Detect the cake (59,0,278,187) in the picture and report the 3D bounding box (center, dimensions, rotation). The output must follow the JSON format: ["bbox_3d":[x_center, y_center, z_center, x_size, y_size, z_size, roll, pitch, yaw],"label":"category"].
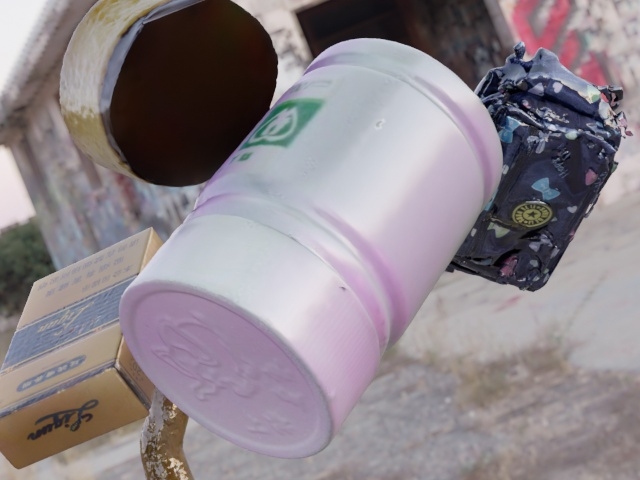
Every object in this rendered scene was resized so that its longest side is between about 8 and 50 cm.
[{"bbox_3d":[-0.160,-0.164,1.338,0.185,0.208,0.178,5,24,-40],"label":"cake"}]

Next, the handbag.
[{"bbox_3d":[0.187,-0.059,1.363,0.113,0.162,0.260,-79,12,-50],"label":"handbag"}]

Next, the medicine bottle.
[{"bbox_3d":[0.000,0.000,1.194,0.212,0.212,0.325,-22,26,51],"label":"medicine bottle"}]

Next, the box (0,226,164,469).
[{"bbox_3d":[-0.225,0.100,1.351,0.152,0.070,0.237,-24,27,17],"label":"box"}]

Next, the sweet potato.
[{"bbox_3d":[-0.172,0.306,1.632,0.067,0.281,0.059,-13,-14,26],"label":"sweet potato"}]
